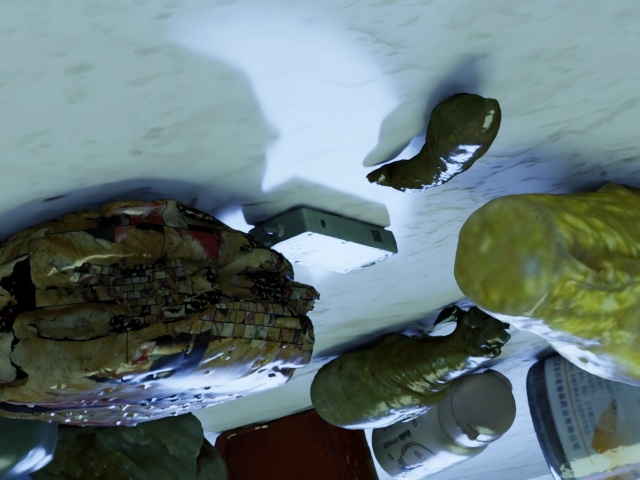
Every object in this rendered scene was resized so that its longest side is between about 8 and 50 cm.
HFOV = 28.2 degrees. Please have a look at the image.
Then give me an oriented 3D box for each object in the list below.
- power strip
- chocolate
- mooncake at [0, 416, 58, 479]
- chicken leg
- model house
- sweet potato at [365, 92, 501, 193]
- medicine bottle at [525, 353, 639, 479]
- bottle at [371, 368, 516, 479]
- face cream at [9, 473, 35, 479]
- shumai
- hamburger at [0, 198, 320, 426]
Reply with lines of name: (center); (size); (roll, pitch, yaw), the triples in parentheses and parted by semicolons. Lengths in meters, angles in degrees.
power strip: (0.000, 0.000, 0.845); (0.051, 0.019, 0.136); (-21, 161, 30)
chocolate: (0.255, 0.043, 0.944); (0.162, 0.162, 0.445); (-24, 158, 32)
mooncake: (-0.277, 0.132, 0.923); (0.175, 0.104, 0.168); (-20, 168, 33)
chicken leg: (0.092, 0.117, 1.192); (0.227, 0.088, 0.103); (-30, 147, 27)
model house: (0.002, 0.321, 1.557); (0.160, 0.196, 0.254); (-21, 162, 16)
sweet potato: (0.070, -0.054, 0.704); (0.041, 0.038, 0.153); (15, 163, -14)
medicine bottle: (0.386, 0.181, 1.451); (0.273, 0.165, 0.165); (-20, 162, 19)
bottle: (0.153, 0.214, 1.505); (0.110, 0.097, 0.209); (-48, -175, -36)
face cream: (-0.378, 0.275, 1.044); (0.225, 0.249, 0.249); (-27, 158, 31)
shumai: (-0.224, 0.277, 1.267); (0.255, 0.189, 0.218); (-3, 159, -14)
hamburger: (-0.118, 0.055, 0.779); (0.231, 0.107, 0.231); (-11, 162, -4)
